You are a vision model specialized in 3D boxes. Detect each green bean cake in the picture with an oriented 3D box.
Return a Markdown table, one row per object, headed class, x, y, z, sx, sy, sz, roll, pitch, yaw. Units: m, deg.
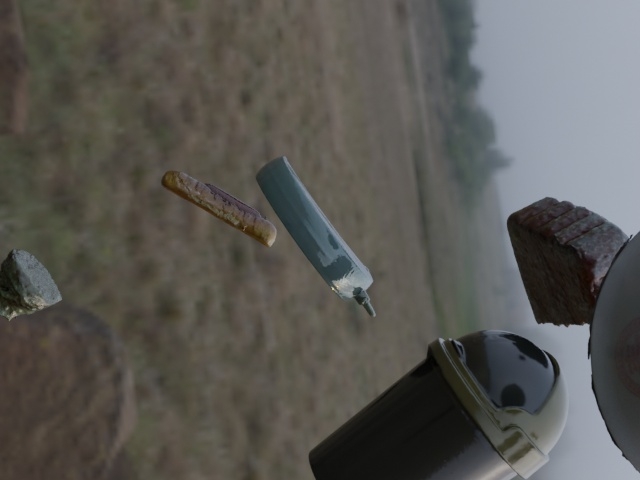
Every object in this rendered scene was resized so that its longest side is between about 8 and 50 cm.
| class | x | y | z | sx | sy | sz | roll | pitch | yaw |
| --- | --- | --- | --- | --- | --- | --- | --- | --- | --- |
| green bean cake | 0.356 | 0.048 | 2.217 | 0.233 | 0.097 | 0.198 | 27 | -39 | 66 |

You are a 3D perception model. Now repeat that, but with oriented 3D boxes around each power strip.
| class | x | y | z | sx | sy | sz | roll | pitch | yaw |
| --- | --- | --- | --- | --- | --- | --- | --- | --- | --- |
| power strip | 0.000 | 0.000 | 2.259 | 0.253 | 0.054 | 0.167 | 54 | 6 | -10 |

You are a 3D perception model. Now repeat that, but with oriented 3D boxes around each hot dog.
| class | x | y | z | sx | sy | sz | roll | pitch | yaw |
| --- | --- | --- | --- | --- | --- | --- | --- | --- | --- |
| hot dog | -0.166 | -0.059 | 2.734 | 0.047 | 0.216 | 0.066 | -60 | -176 | -5 |

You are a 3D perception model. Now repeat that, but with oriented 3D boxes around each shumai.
| class | x | y | z | sx | sy | sz | roll | pitch | yaw |
| --- | --- | --- | --- | --- | --- | --- | --- | --- | --- |
| shumai | -0.435 | 0.072 | 2.337 | 0.099 | 0.087 | 0.124 | 52 | 5 | 0 |

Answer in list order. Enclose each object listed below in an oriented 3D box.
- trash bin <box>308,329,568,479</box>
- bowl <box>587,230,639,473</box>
| class | x | y | z | sx | sy | sz | roll | pitch | yaw |
| --- | --- | --- | --- | --- | --- | --- | --- | --- | --- |
| trash bin | 0.165 | 0.246 | 2.111 | 0.214 | 0.334 | 0.214 | 53 | 9 | -13 |
| bowl | 0.451 | 0.108 | 1.607 | 0.157 | 0.346 | 0.345 | 142 | -59 | -79 |
